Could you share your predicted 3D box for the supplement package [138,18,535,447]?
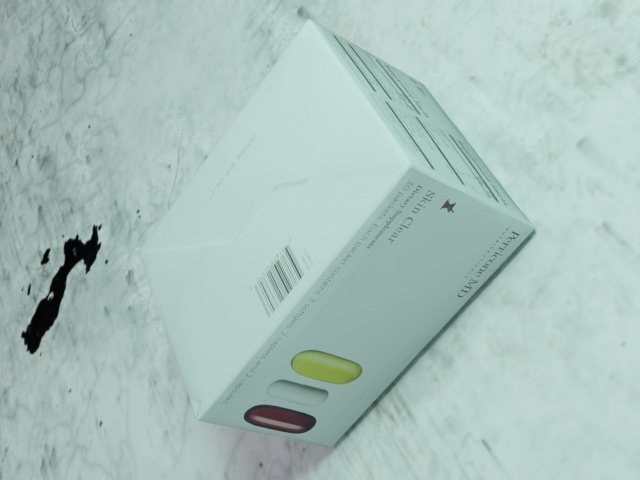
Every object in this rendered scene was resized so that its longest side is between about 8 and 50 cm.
[{"bbox_3d":[0.000,0.000,0.804,0.262,0.145,0.204,-51,42,22],"label":"supplement package"}]
